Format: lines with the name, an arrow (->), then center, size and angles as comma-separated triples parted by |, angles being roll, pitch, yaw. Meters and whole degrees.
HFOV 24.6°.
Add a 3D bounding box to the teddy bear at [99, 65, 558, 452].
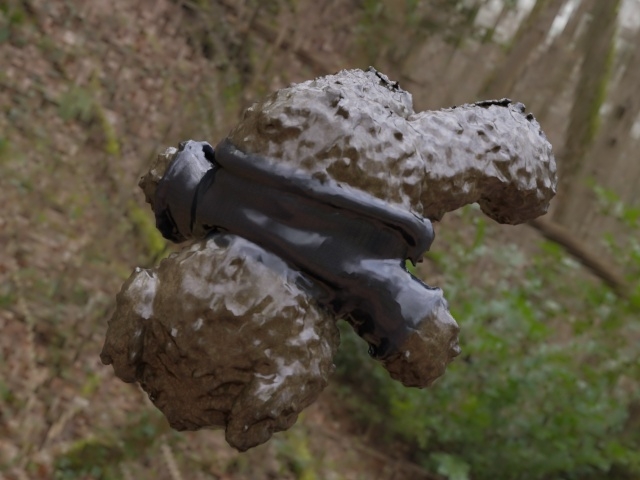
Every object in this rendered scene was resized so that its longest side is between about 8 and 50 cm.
teddy bear -> -0.002, -0.015, 0.723 | 0.182, 0.251, 0.129 | 21, -35, 28
